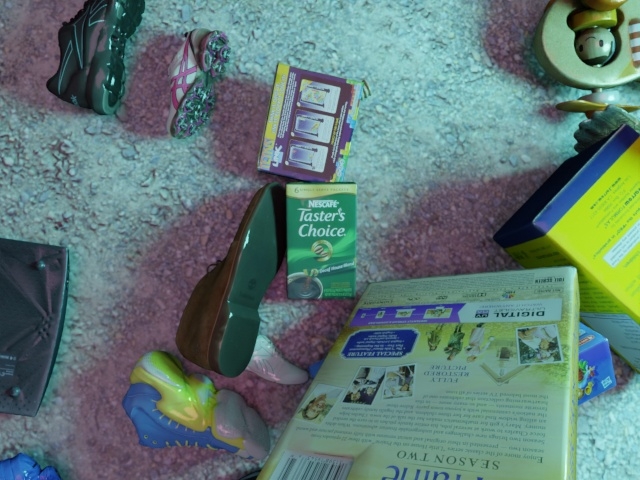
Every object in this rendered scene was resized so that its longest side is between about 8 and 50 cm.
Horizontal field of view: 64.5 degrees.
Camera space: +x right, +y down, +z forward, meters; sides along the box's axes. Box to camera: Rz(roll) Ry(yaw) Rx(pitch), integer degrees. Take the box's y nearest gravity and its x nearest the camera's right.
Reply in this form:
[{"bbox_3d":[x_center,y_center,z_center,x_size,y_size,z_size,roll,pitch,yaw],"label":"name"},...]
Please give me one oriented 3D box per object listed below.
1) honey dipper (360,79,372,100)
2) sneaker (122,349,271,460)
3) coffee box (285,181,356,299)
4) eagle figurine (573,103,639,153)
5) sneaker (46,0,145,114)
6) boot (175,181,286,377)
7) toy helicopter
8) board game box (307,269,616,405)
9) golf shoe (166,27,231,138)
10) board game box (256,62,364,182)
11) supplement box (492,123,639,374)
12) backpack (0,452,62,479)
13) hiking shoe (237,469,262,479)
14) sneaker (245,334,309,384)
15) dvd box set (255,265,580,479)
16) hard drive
[{"bbox_3d":[0.011,-0.216,0.847,0.160,0.030,0.031,-30,87,-1],"label":"honey dipper"},{"bbox_3d":[-0.195,0.276,0.772,0.240,0.091,0.126,38,102,0],"label":"sneaker"},{"bbox_3d":[0.000,0.000,0.796,0.113,0.040,0.184,1,100,-3],"label":"coffee box"},{"bbox_3d":[0.571,-0.136,0.752,0.298,0.226,0.225,-14,55,-11],"label":"eagle figurine"},{"bbox_3d":[-0.354,-0.338,0.801,0.106,0.101,0.268,12,84,0],"label":"sneaker"},{"bbox_3d":[-0.135,0.044,0.780,0.115,0.112,0.305,7,70,32],"label":"boot"},{"bbox_3d":[0.517,-0.279,0.827,0.354,0.140,0.235,21,87,-3],"label":"toy helicopter"},{"bbox_3d":[0.175,0.188,0.710,0.347,0.233,0.078,-26,112,-5],"label":"board game box"},{"bbox_3d":[-0.212,-0.254,0.825,0.085,0.067,0.186,17,84,25],"label":"golf shoe"},{"bbox_3d":[-0.017,-0.180,0.811,0.141,0.048,0.170,12,97,-3],"label":"board game box"},{"bbox_3d":[0.473,0.040,0.745,0.356,0.194,0.195,44,88,6],"label":"supplement box"},{"bbox_3d":[-0.431,0.370,0.736,0.101,0.098,0.120,-25,86,-34],"label":"backpack"},{"bbox_3d":[0.000,0.408,0.735,0.303,0.132,0.113,8,84,-2],"label":"hiking shoe"},{"bbox_3d":[-0.086,0.183,0.791,0.152,0.054,0.061,20,81,-1],"label":"sneaker"},{"bbox_3d":[0.130,0.179,0.588,0.307,0.420,0.062,-9,116,31],"label":"dvd box set"},{"bbox_3d":[-0.478,0.126,0.774,0.171,0.054,0.255,8,84,-3],"label":"hard drive"}]
